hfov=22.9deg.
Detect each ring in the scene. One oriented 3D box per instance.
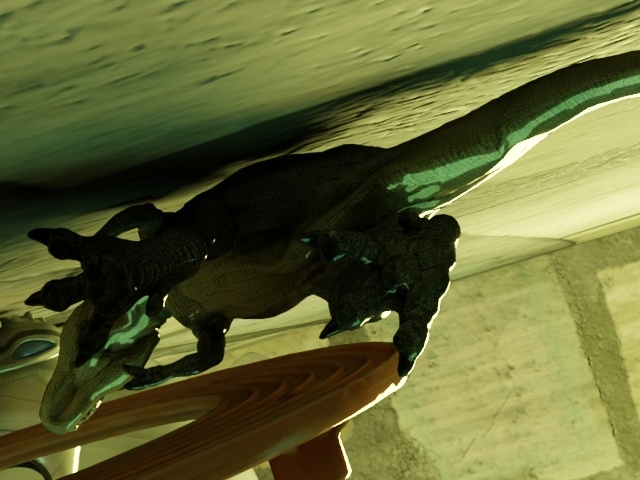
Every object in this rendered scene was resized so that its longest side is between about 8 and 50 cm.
[{"bbox_3d":[-0.130,0.095,0.482,0.336,0.032,0.336,-19,-179,0],"label":"ring"}]

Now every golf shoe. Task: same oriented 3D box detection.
[{"bbox_3d":[-0.186,0.090,0.664,0.176,0.086,0.069,-15,177,-8],"label":"golf shoe"}]

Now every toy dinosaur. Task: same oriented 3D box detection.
[{"bbox_3d":[0.000,0.000,0.424,0.268,0.064,0.118,-21,-176,28],"label":"toy dinosaur"}]

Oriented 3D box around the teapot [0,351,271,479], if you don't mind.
[{"bbox_3d":[-0.133,0.134,0.845,0.252,0.187,0.256,12,-173,-13],"label":"teapot"}]
